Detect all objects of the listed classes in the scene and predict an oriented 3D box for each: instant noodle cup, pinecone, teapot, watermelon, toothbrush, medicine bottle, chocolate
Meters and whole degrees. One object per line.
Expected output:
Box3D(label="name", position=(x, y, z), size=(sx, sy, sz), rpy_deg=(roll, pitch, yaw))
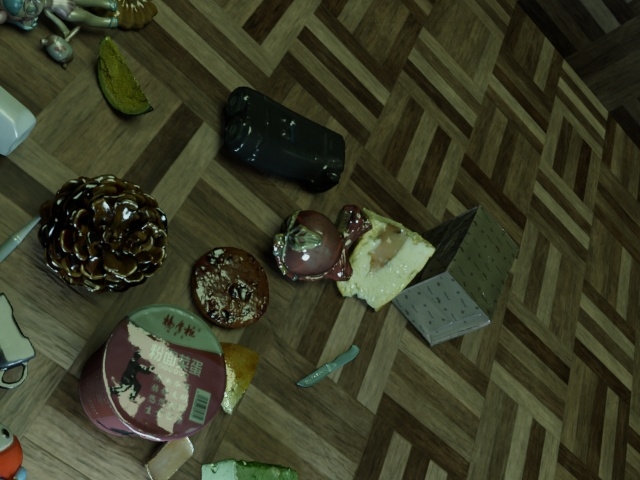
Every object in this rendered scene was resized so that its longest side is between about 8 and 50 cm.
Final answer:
Box3D(label="instant noodle cup", position=(-0.311, 0.245, 1.254), size=(0.235, 0.178, 0.234), rpy_deg=(18, 60, -35))
Box3D(label="pinecone", position=(-0.383, -0.007, 1.273), size=(0.224, 0.272, 0.224), rpy_deg=(-11, 109, -33))
Box3D(label="teapot", position=(-0.545, 0.165, 1.156), size=(0.096, 0.087, 0.177), rpy_deg=(-28, 90, -40))
Box3D(label="watermelon", position=(-0.410, -0.335, 1.503), size=(0.181, 0.092, 0.075), rpy_deg=(55, 32, 4))
Box3D(label="toothbrush", position=(-0.556, 0.017, 1.255), size=(0.030, 0.025, 0.342), rpy_deg=(49, 46, -16))
Box3D(label="medicine bottle", position=(-0.609, -0.243, 1.262), size=(0.183, 0.119, 0.069), rpy_deg=(41, 52, -17))
Box3D(label="chocolate", position=(-0.285, 0.403, 1.309), size=(0.101, 0.031, 0.064), rpy_deg=(-44, 119, -40))

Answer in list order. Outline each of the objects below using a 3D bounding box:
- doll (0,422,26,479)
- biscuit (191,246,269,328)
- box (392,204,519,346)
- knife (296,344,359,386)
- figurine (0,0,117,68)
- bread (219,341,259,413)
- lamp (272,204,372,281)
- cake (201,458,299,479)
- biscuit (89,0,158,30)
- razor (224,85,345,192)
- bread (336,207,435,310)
Box3D(label="doll", position=(-0.527, 0.337, 1.057), size=(0.161, 0.130, 0.290), rpy_deg=(5, 52, -54))
Box3D(label="biscuit", position=(-0.190, 0.099, 1.520), size=(0.192, 0.049, 0.192), rpy_deg=(21, 54, -32))
Box3D(label="box", position=(0.358, 0.090, 1.879), size=(0.190, 0.225, 0.297), rpy_deg=(46, 47, -13))
Box3D(label="knife", position=(0.022, 0.294, 1.638), size=(0.210, 0.015, 0.028), rpy_deg=(-26, 95, -44))
Box3D(label="figurine", position=(-0.545, -0.462, 1.450), size=(0.260, 0.103, 0.205), rpy_deg=(-6, 111, -44))
Box3D(label="bread", position=(-0.176, 0.262, 1.456), size=(0.136, 0.054, 0.154), rpy_deg=(-25, 90, -47))
Box3D(label="lamp", position=(-0.010, -0.004, 1.649), size=(0.223, 0.151, 0.215), rpy_deg=(17, 97, -53))
Box3D(label="cake", position=(-0.134, 0.494, 1.399), size=(0.235, 0.099, 0.100), rpy_deg=(32, 49, -53))
Box3D(label="biscuit", position=(-0.450, -0.536, 1.578), size=(0.183, 0.061, 0.118), rpy_deg=(22, 59, -33))
Box3D(label="razor", position=(-0.086, -0.242, 1.725), size=(0.327, 0.107, 0.189), rpy_deg=(20, 58, -35))
Box3D(label="bread", position=(0.138, 0.035, 1.817), size=(0.184, 0.224, 0.211), rpy_deg=(28, 12, -21))
